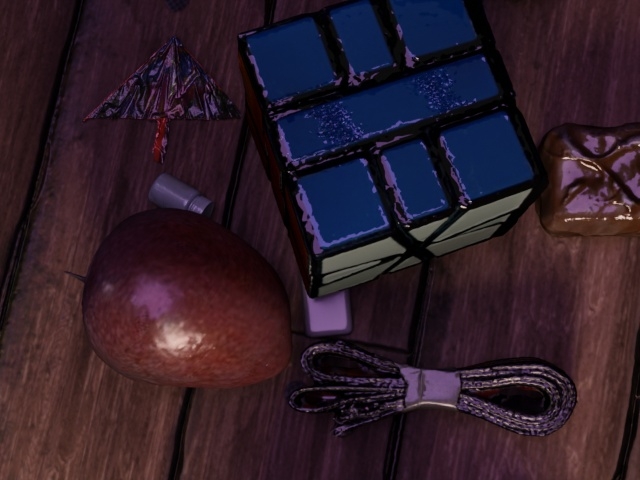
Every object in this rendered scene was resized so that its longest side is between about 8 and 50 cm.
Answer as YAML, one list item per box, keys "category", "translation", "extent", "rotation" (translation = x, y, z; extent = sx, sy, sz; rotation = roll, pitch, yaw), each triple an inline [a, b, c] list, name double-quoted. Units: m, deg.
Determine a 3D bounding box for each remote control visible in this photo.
- category: "remote control"
  translation: [0.000, 0.000, 1.354]
  extent: [0.067, 0.029, 0.261]
  rotation: [-6, 81, 2]

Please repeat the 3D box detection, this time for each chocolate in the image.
- category: "chocolate"
  translation: [0.381, -0.080, 1.282]
  extent: [0.214, 0.093, 0.148]
  rotation: [-1, 79, 8]

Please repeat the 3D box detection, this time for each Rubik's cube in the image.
- category: "Rubik's cube"
  translation: [0.074, -0.115, 1.213]
  extent: [0.288, 0.293, 0.283]
  rotation: [-19, 81, -8]

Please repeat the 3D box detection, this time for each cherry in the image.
- category: "cherry"
  translation: [-0.169, 0.079, 1.248]
  extent: [0.307, 0.261, 0.221]
  rotation: [23, 84, -7]

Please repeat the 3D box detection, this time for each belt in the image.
- category: "belt"
  translation: [0.142, 0.188, 1.268]
  extent: [0.359, 0.094, 0.126]
  rotation: [0, 79, 7]

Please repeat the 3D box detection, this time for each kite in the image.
- category: "kite"
  translation: [-0.224, -0.202, 1.426]
  extent: [0.232, 0.009, 0.189]
  rotation: [3, 82, 9]

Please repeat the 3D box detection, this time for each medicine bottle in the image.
- category: "medicine bottle"
  translation: [-0.192, -0.055, 1.377]
  extent: [0.083, 0.047, 0.047]
  rotation: [30, 86, 11]
